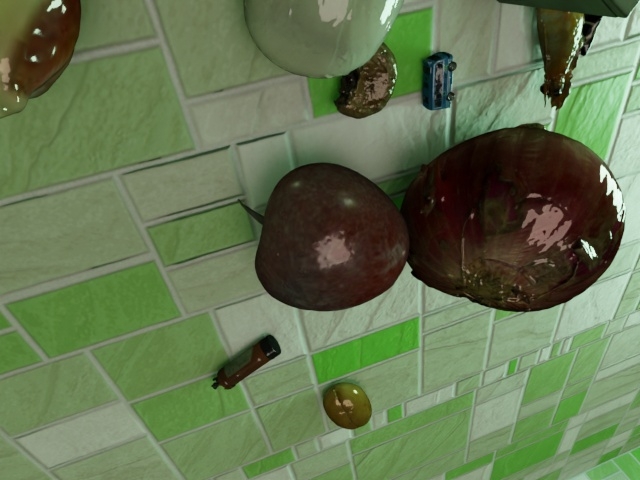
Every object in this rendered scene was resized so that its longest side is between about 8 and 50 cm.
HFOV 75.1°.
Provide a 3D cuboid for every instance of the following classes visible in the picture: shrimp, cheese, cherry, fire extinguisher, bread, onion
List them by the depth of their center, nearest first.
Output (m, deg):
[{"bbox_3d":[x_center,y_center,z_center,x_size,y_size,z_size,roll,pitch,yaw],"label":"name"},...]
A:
[{"bbox_3d":[0.004,-0.293,0.498,0.198,0.154,0.189,12,122,-24],"label":"cheese"},{"bbox_3d":[0.069,-0.238,0.620,0.082,0.060,0.113,8,121,-25],"label":"bread"},{"bbox_3d":[0.000,0.000,0.654,0.285,0.213,0.236,22,145,-9],"label":"cherry"},{"bbox_3d":[0.412,-0.361,0.675,0.152,0.063,0.287,-34,131,-16],"label":"shrimp"},{"bbox_3d":[0.302,-0.028,0.703,0.353,0.354,0.354,-10,126,-15],"label":"onion"},{"bbox_3d":[-0.166,0.270,0.886,0.177,0.050,0.062,-35,166,6],"label":"fire extinguisher"},{"bbox_3d":[0.076,0.437,1.079,0.114,0.077,0.189,-33,126,-3],"label":"bread"}]

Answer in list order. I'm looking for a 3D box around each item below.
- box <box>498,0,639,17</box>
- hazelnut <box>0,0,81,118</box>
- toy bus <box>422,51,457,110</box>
[{"bbox_3d":[0.314,-0.413,0.490,0.117,0.225,0.225,16,115,-30],"label":"box"},{"bbox_3d":[-0.345,-0.206,0.358,0.261,0.261,0.241,-23,97,-5],"label":"hazelnut"},{"bbox_3d":[0.188,-0.255,0.668,0.046,0.038,0.083,-15,126,-8],"label":"toy bus"}]
